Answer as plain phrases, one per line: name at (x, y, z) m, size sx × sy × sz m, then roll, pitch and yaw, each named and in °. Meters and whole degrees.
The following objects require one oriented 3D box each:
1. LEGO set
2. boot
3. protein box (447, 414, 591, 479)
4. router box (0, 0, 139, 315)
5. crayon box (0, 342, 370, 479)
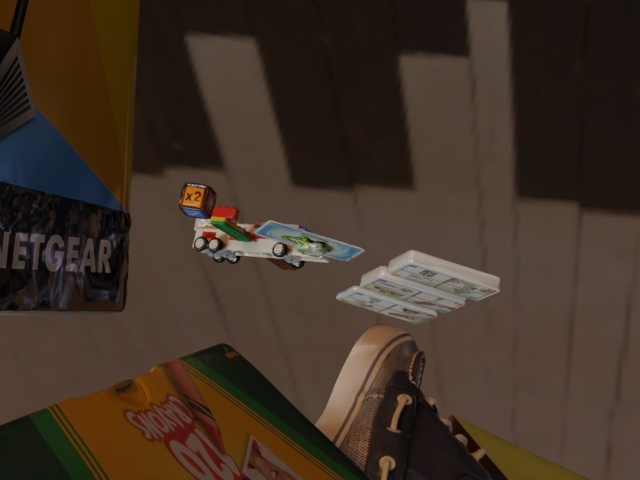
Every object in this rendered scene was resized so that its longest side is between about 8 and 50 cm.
LEGO set at (0.000, 0.000, 1.346) m, size 0.244 × 0.060 × 0.182 m, roll 17°, pitch 165°, yaw -13°
boot at (0.042, 0.103, 0.808) m, size 0.086 × 0.190 × 0.069 m, roll 13°, pitch 117°, yaw 12°
protein box at (0.124, 0.266, 1.170) m, size 0.200 × 0.136 × 0.201 m, roll 26°, pitch 119°, yaw -8°
router box at (-0.090, -0.053, 0.313) m, size 0.046 × 0.133 × 0.179 m, roll 2°, pitch 179°, yaw 20°
crayon box at (-0.033, 0.129, 0.554) m, size 0.165 × 0.081 × 0.278 m, roll 44°, pitch -170°, yaw 7°
